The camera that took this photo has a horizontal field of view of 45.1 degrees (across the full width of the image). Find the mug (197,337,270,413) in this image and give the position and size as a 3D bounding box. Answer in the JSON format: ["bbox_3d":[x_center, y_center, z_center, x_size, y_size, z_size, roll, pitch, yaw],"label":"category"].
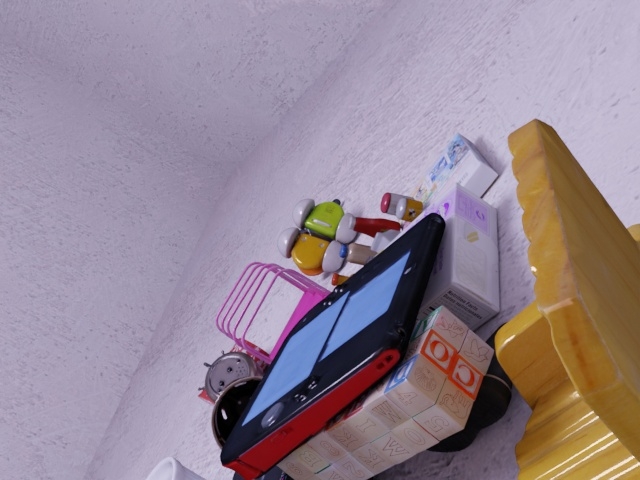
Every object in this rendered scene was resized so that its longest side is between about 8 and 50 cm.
[{"bbox_3d":[-0.210,0.324,1.844,0.150,0.113,0.169,10,64,52],"label":"mug"}]

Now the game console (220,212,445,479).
[{"bbox_3d":[0.024,0.137,1.081,0.342,0.060,0.386,-46,6,30],"label":"game console"}]

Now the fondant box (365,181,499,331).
[{"bbox_3d":[0.144,0.094,1.250,0.330,0.096,0.238,-44,21,37],"label":"fondant box"}]

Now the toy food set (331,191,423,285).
[{"bbox_3d":[0.099,-0.005,1.409,0.111,0.104,0.232,-87,12,-46],"label":"toy food set"}]

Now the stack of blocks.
[{"bbox_3d":[0.081,0.199,0.976,0.297,0.087,0.171,-44,7,44],"label":"stack of blocks"}]

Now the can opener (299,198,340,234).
[{"bbox_3d":[-0.003,-0.033,1.991,0.186,0.073,0.059,-53,6,-14],"label":"can opener"}]

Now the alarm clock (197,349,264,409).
[{"bbox_3d":[-0.180,0.319,1.724,0.192,0.064,0.129,18,65,28],"label":"alarm clock"}]

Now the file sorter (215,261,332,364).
[{"bbox_3d":[-0.094,0.165,1.667,0.202,0.182,0.291,-61,16,-9],"label":"file sorter"}]

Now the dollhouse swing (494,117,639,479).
[{"bbox_3d":[0.191,0.135,0.658,0.315,0.305,0.347,-47,20,34],"label":"dollhouse swing"}]

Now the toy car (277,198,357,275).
[{"bbox_3d":[0.000,0.000,1.814,0.182,0.159,0.136,-64,-20,-18],"label":"toy car"}]

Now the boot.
[{"bbox_3d":[0.196,0.190,1.002,0.198,0.077,0.137,-42,8,49],"label":"boot"}]

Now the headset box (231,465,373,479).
[{"bbox_3d":[-0.036,0.371,1.178,0.246,0.131,0.283,-46,15,38],"label":"headset box"}]

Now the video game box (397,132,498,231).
[{"bbox_3d":[0.224,-0.081,1.415,0.205,0.048,0.187,-53,19,19],"label":"video game box"}]

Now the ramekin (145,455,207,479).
[{"bbox_3d":[-0.322,0.611,1.619,0.277,0.135,0.277,-52,17,22],"label":"ramekin"}]

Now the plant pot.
[{"bbox_3d":[-0.139,0.347,1.544,0.167,0.167,0.165,-61,8,-8],"label":"plant pot"}]
